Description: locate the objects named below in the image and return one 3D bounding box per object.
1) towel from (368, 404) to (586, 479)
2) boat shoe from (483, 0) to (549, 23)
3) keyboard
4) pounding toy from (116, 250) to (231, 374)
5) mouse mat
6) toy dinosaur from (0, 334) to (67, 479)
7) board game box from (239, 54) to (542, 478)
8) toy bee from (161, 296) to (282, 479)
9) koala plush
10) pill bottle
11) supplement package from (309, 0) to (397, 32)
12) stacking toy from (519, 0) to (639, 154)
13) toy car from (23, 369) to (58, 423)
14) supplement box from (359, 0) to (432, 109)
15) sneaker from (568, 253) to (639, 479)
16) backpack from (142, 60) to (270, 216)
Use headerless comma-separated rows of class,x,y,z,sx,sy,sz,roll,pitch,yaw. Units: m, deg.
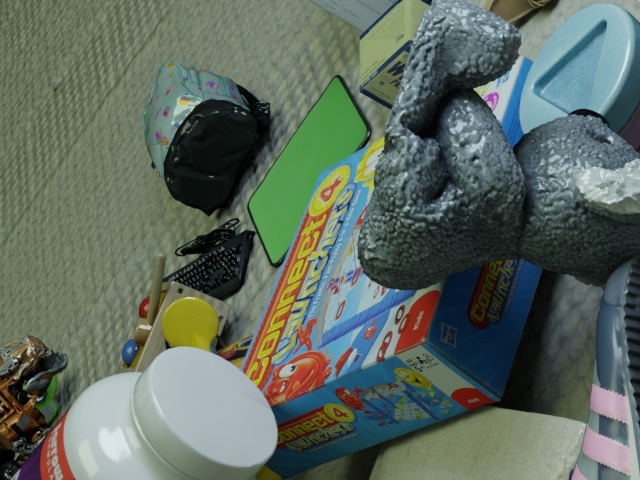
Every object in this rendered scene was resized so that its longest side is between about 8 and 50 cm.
towel,0.113,0.221,1.476,0.282,0.049,0.187,2,70,63
boat shoe,0.201,-0.242,1.733,0.135,0.050,0.045,-44,27,34
keyboard,-0.144,0.033,2.121,0.192,0.038,0.100,-29,42,48
pounding toy,-0.164,0.093,1.999,0.130,0.100,0.141,-69,13,-10
mouse mat,-0.015,-0.076,2.022,0.189,0.007,0.152,-56,27,18
toy dinosaur,-0.367,0.264,2.111,0.322,0.218,0.164,-50,30,24
board game box,0.071,0.028,1.626,0.302,0.086,0.308,-28,33,49
toy bee,-0.083,0.127,1.795,0.162,0.195,0.298,-20,33,22
koala plush,0.155,-0.035,1.395,0.196,0.221,0.203,92,-164,-67
pill bottle,-0.177,0.237,1.597,0.323,0.181,0.181,-49,30,30
supplement package,0.086,-0.349,1.936,0.244,0.139,0.134,-45,30,33
stacking toy,0.278,-0.202,1.470,0.309,0.130,0.279,-28,44,49
toy car,-0.384,0.248,2.342,0.225,0.053,0.239,-55,28,16
supplement box,0.085,-0.188,1.885,0.083,0.056,0.083,-41,34,37
sneaker,0.204,0.158,1.298,0.131,0.112,0.319,-33,38,41
backpack,-0.140,-0.135,2.180,0.152,0.115,0.182,-57,24,19
